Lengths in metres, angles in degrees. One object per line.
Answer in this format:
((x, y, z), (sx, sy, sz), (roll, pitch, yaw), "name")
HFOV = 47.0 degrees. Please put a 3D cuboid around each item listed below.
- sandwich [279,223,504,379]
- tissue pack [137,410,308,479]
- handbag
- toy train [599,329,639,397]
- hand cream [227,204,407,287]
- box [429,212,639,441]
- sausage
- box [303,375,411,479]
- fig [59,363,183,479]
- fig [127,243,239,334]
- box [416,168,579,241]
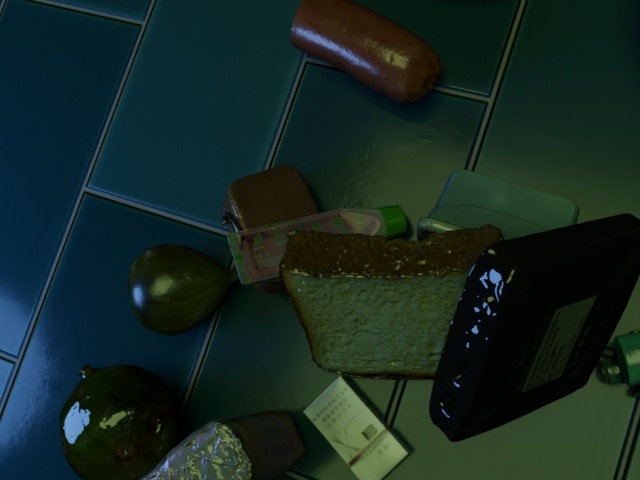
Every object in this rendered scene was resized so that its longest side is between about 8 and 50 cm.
((0.117, 0.096, 1.038), (0.301, 0.271, 0.099), (-1, 49, 14), "sandwich")
((-0.150, 0.339, 1.058), (0.215, 0.257, 0.123), (-39, 75, 7), "tissue pack")
((-0.073, -0.017, 1.173), (0.151, 0.072, 0.193), (-14, 74, -23), "handbag")
((0.501, 0.145, 0.973), (0.248, 0.159, 0.101), (-15, 71, 14), "toy train")
((0.000, 0.000, 1.127), (0.275, 0.050, 0.079), (-14, 47, -16), "hand cream")
((0.282, 0.112, 0.933), (0.073, 0.289, 0.290), (45, 135, 43), "box")
((0.077, -0.316, 1.203), (0.259, 0.113, 0.113), (32, 89, 19), "sausage")
((0.055, 0.292, 1.125), (0.084, 0.040, 0.154), (-44, 70, 2), "box")
((-0.321, 0.276, 1.175), (0.195, 0.195, 0.245), (-46, 37, 3), "fig")
((-0.183, 0.073, 1.207), (0.259, 0.151, 0.151), (-7, 77, -9), "fig")
((0.260, -0.002, 1.069), (0.227, 0.162, 0.130), (17, 74, 17), "box")
